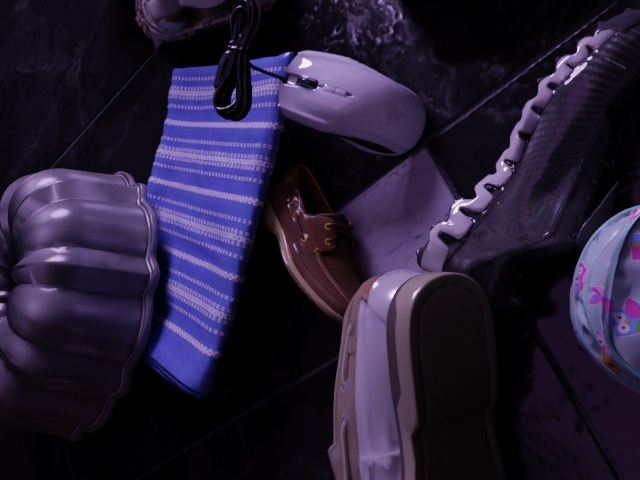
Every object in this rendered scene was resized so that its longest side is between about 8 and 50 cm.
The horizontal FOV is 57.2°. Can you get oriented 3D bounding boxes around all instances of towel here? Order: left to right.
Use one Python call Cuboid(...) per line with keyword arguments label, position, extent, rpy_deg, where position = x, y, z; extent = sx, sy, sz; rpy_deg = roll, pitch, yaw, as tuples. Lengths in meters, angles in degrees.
Cuboid(label="towel", position=(-0.141, -0.030, 0.626), extent=(0.243, 0.040, 0.335), rpy_deg=(15, 91, 51))

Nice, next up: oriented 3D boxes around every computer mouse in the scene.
Cuboid(label="computer mouse", position=(0.002, -0.133, 0.510), extent=(0.193, 0.042, 0.105), rpy_deg=(19, 90, 1))

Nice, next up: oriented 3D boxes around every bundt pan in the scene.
Cuboid(label="bundt pan", position=(-0.325, 0.061, 0.686), extent=(0.331, 0.124, 0.330), rpy_deg=(-18, 64, 43))

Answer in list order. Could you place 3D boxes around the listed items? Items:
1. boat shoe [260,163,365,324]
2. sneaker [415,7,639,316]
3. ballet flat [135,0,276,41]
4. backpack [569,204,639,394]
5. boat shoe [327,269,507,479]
Cuboid(label="boat shoe", position=(0.000, 0.000, 0.535), extent=(0.060, 0.064, 0.178), rpy_deg=(-47, 56, 23))
Cuboid(label="sneaker", position=(0.174, -0.041, 0.412), extent=(0.106, 0.078, 0.234), rpy_deg=(46, 112, 29))
Cuboid(label="ballet flat", position=(-0.149, -0.282, 0.675), extent=(0.241, 0.077, 0.091), rpy_deg=(-4, 117, 36))
Cuboid(label="backpack", position=(0.231, 0.035, 0.313), extent=(0.182, 0.115, 0.151), rpy_deg=(10, 82, 20))
Cuboid(label="boat shoe", position=(0.068, 0.173, 0.439), extent=(0.103, 0.113, 0.302), rpy_deg=(-2, 85, 60))
